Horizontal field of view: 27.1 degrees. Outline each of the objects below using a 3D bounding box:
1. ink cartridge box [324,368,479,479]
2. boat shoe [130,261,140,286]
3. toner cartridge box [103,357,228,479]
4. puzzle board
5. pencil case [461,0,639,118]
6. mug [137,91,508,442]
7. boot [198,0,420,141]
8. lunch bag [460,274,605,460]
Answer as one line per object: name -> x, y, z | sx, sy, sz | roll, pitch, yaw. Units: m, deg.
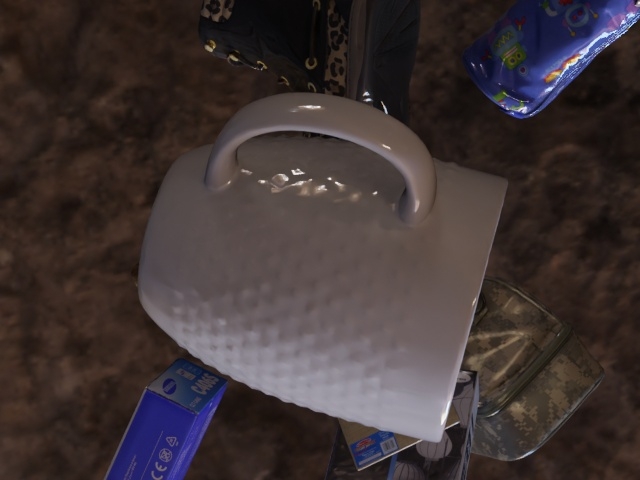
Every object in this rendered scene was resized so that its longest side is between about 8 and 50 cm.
ink cartridge box -> 0.090, 0.300, 1.612 | 0.165, 0.333, 0.065 | 5, -36, 12
boat shoe -> -0.138, 0.030, 2.107 | 0.123, 0.342, 0.123 | -1, -66, 52
toner cartridge box -> -0.233, 0.328, 1.655 | 0.075, 0.165, 0.348 | 26, -80, 3
puzzle board -> 0.082, 0.187, 1.474 | 0.011, 0.128, 0.096 | 44, 21, -58
pencil case -> 0.314, -0.272, 1.614 | 0.306, 0.119, 0.133 | -41, -125, 31
mug -> 0.000, 0.000, 1.304 | 0.328, 0.276, 0.374 | 14, -38, 7
boot -> -0.026, -0.210, 1.740 | 0.284, 0.138, 0.377 | 31, -50, 31
lunch bag -> 0.217, 0.159, 1.934 | 0.256, 0.212, 0.305 | 52, -16, -11
